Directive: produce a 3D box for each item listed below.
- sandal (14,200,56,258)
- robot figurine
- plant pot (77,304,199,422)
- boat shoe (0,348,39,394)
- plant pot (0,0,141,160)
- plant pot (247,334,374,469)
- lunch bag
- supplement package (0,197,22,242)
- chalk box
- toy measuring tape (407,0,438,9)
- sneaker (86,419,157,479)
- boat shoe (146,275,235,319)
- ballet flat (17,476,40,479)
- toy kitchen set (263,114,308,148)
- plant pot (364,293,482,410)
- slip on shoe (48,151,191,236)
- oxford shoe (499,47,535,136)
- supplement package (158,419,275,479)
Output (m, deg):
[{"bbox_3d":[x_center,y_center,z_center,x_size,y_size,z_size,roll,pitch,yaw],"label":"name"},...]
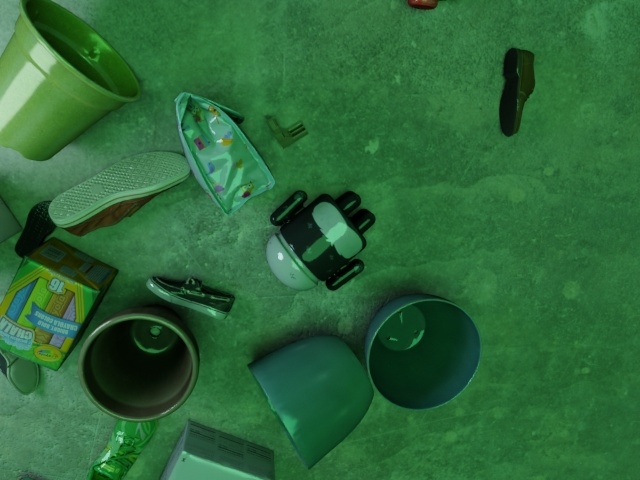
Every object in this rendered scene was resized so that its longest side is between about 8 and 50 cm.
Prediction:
[{"bbox_3d":[-0.670,-0.031,1.319,0.067,0.040,0.179,39,111,-9],"label":"sandal"},{"bbox_3d":[-0.001,-0.002,1.344,0.278,0.173,0.209,-39,63,3],"label":"robot figurine"},{"bbox_3d":[-0.414,0.257,1.320,0.262,0.229,0.263,-2,105,-7],"label":"plant pot"},{"bbox_3d":[-0.773,0.292,1.381,0.064,0.075,0.206,0,116,37],"label":"boat shoe"},{"bbox_3d":[-0.569,-0.315,1.162,0.254,0.276,0.276,-40,106,16],"label":"plant pot"},{"bbox_3d":[-0.011,0.374,1.386,0.235,0.293,0.293,-31,106,-15],"label":"plant pot"},{"bbox_3d":[-0.229,-0.208,1.233,0.160,0.223,0.262,-34,104,-4],"label":"lunch bag"},{"bbox_3d":[-0.808,-0.024,1.164,0.175,0.293,0.178,-28,106,1],"label":"supplement package"},{"bbox_3d":[-0.638,0.173,1.298,0.179,0.180,0.289,28,100,-13],"label":"chalk box"},{"bbox_3d":[0.179,-0.595,1.247,0.330,0.121,0.122,6,103,-9],"label":"toy measuring tape"},{"bbox_3d":[-0.517,0.556,1.436,0.109,0.123,0.296,28,98,-13],"label":"sneaker"},{"bbox_3d":[-0.322,0.126,1.384,0.219,0.078,0.070,24,101,-21],"label":"boat shoe"},{"bbox_3d":[-0.712,0.701,1.484,0.232,0.080,0.073,31,126,-11],"label":"ballet flat"},{"bbox_3d":[-0.085,-0.281,1.317,0.075,0.083,0.068,-30,64,0],"label":"toy kitchen set"},{"bbox_3d":[0.237,0.258,1.421,0.290,0.195,0.290,-2,103,-10],"label":"plant pot"},{"bbox_3d":[-0.459,-0.110,1.297,0.331,0.123,0.101,-28,150,-10],"label":"slip on shoe"},{"bbox_3d":[0.496,-0.364,1.370,0.076,0.076,0.212,-1,105,-19],"label":"oxford shoe"},{"bbox_3d":[-0.282,0.645,1.479,0.261,0.145,0.204,25,99,-12],"label":"supplement package"}]
